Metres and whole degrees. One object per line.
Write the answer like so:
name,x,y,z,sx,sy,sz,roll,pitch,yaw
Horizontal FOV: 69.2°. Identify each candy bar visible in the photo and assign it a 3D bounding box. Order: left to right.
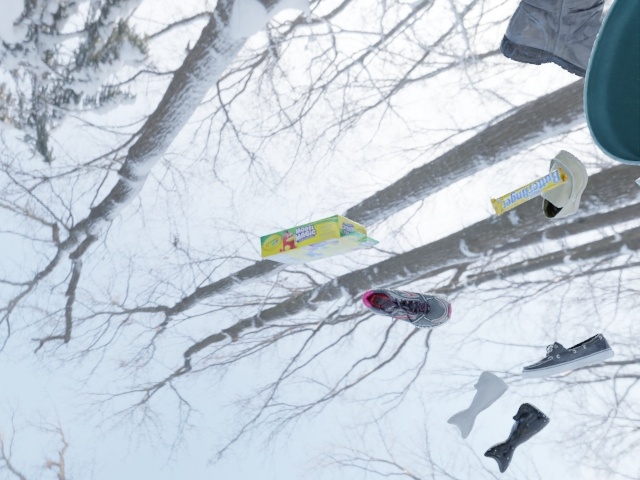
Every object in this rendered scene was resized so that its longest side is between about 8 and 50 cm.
candy bar,0.445,-0.106,0.992,0.018,0.161,0.040,1,-115,-54

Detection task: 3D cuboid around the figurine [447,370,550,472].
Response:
figurine,0.506,0.522,1.344,0.214,0.092,0.209,38,-88,20

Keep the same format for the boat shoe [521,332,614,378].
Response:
boat shoe,0.617,0.290,1.177,0.080,0.228,0.076,39,-147,-69

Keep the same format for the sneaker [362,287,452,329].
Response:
sneaker,0.279,0.222,1.527,0.112,0.298,0.121,28,-113,-61

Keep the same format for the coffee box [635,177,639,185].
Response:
coffee box,1.193,-0.148,1.523,0.098,0.141,0.247,-39,-100,5

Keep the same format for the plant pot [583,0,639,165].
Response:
plant pot,0.489,-0.217,0.531,0.196,0.293,0.293,9,-112,-6

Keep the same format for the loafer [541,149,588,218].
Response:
loafer,0.705,-0.149,1.356,0.092,0.102,0.269,-34,-44,-3

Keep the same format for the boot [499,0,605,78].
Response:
boot,0.571,-0.470,0.971,0.337,0.223,0.118,9,-124,3

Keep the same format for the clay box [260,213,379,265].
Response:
clay box,0.000,0.000,0.967,0.127,0.221,0.053,19,-120,-57
